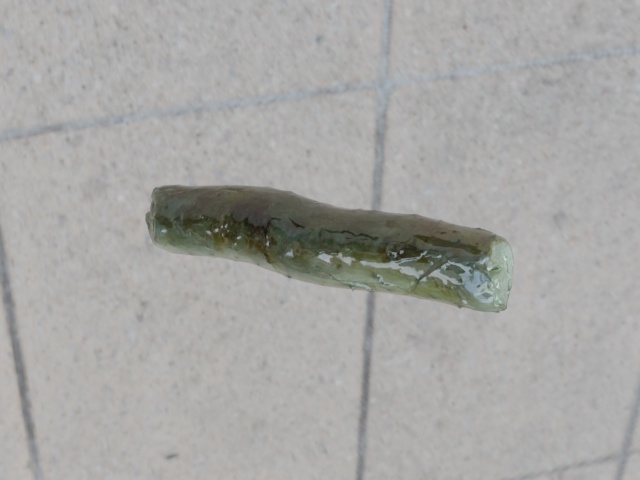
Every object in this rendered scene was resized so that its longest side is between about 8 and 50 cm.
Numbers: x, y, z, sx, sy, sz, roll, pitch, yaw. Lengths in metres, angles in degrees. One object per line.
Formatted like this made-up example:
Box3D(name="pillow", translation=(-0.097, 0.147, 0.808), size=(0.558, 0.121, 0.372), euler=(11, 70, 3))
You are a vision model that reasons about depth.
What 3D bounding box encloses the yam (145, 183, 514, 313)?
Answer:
Box3D(name="yam", translation=(0.000, 0.000, 0.972), size=(0.071, 0.317, 0.067), euler=(-32, 126, -54))
